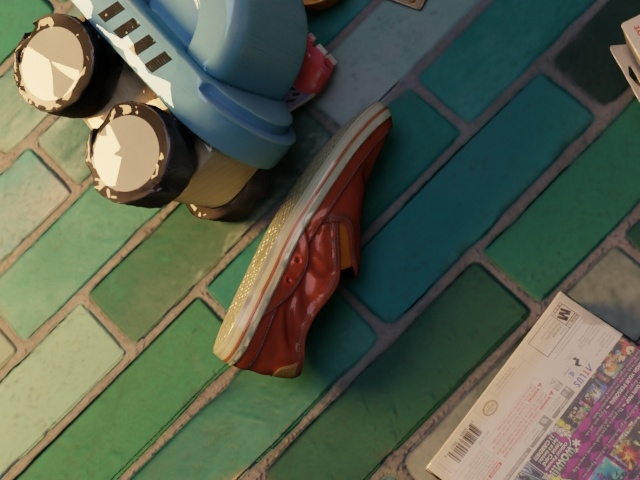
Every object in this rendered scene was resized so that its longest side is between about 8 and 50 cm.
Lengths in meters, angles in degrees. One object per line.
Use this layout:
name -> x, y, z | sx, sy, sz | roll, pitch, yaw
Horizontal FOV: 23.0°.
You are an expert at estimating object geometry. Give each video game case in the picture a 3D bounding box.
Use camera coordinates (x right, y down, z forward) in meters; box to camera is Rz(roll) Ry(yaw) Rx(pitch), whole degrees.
video game case -> 0.256, 0.200, 1.565 | 0.210, 0.042, 0.232 | 35, 84, 24

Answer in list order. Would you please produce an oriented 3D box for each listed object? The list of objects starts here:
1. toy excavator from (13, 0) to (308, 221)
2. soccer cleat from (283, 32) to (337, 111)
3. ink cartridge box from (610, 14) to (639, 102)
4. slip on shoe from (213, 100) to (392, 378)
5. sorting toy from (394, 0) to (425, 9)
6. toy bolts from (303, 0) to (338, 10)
toy excavator -> -0.127, -0.302, 1.692 | 0.445, 0.222, 0.433 | -48, 66, 14
soccer cleat -> -0.085, -0.249, 1.804 | 0.095, 0.083, 0.248 | -44, 68, 3
ink cartridge box -> 0.385, -0.196, 1.641 | 0.143, 0.090, 0.092 | -26, 66, 7
slip on shoe -> 0.000, 0.000, 1.685 | 0.101, 0.123, 0.331 | 29, 74, -9
sorting toy -> 0.106, -0.310, 1.804 | 0.062, 0.012, 0.083 | 22, 79, 22
toy bolts -> 0.024, -0.391, 1.766 | 0.228, 0.158, 0.218 | -2, 67, 18
